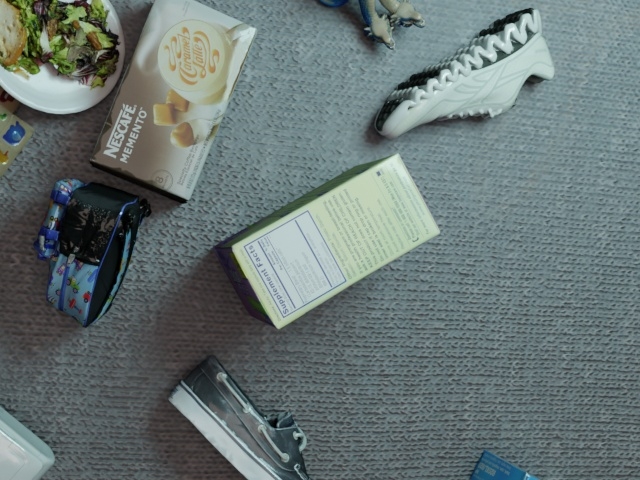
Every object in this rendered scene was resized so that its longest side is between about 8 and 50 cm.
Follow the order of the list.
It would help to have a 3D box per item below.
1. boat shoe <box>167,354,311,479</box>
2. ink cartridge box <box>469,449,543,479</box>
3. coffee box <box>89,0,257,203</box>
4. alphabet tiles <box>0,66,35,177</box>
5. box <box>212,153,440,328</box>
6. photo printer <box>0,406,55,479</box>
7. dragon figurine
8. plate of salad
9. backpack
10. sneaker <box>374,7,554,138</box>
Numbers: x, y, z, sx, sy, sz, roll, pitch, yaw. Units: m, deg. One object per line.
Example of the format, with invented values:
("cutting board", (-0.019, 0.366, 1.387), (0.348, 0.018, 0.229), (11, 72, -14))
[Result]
("boat shoe", (-0.067, 0.280, 1.358), (0.301, 0.108, 0.102), (44, 83, -2))
("ink cartridge box", (0.274, 0.449, 1.398), (0.171, 0.168, 0.233), (30, 84, -11))
("coffee box", (-0.197, -0.189, 1.323), (0.141, 0.098, 0.246), (23, 85, -12))
("alphabet tiles", (-0.477, -0.128, 1.249), (0.198, 0.009, 0.237), (40, 80, -45))
("box", (0.000, 0.000, 1.310), (0.243, 0.213, 0.117), (-29, 96, -11))
("photo printer", (-0.530, 0.310, 1.243), (0.256, 0.107, 0.307), (43, 83, -11))
("dragon figurine", (0.020, -0.380, 1.378), (0.289, 0.144, 0.085), (40, 83, 9))
("plate of salad", (-0.342, -0.265, 1.290), (0.200, 0.048, 0.200), (5, 82, -35))
("backpack", (-0.302, 0.017, 1.278), (0.117, 0.158, 0.173), (19, 98, -4))
("sneaker", (0.213, -0.216, 1.419), (0.292, 0.110, 0.118), (-33, 106, -10))
